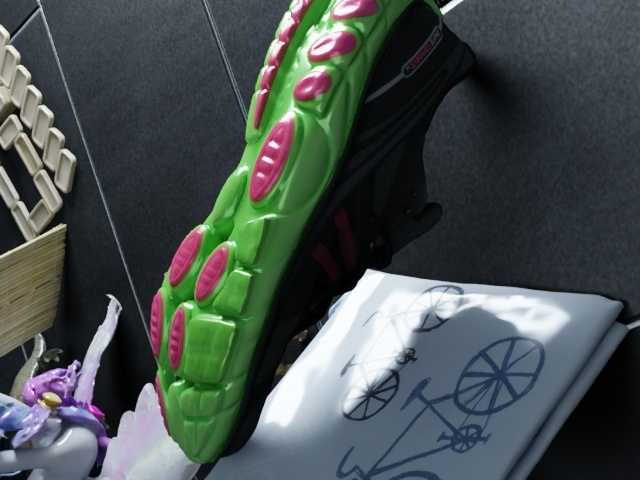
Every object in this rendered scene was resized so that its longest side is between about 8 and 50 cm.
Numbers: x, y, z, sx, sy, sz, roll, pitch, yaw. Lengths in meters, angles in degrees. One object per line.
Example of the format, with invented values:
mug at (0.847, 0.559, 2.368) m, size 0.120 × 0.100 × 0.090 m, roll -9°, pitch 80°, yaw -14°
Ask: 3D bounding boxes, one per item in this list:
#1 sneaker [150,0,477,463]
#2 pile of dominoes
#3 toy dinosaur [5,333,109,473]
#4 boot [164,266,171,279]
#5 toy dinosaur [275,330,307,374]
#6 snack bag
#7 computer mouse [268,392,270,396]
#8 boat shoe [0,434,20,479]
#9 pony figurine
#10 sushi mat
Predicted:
sneaker at (0.000, 0.000, 1.346) m, size 0.483 × 0.202 × 0.185 m, roll -63°, pitch 31°, yaw 11°
pile of dominoes at (-0.401, -0.147, 2.021) m, size 0.196 × 0.040 × 0.251 m, roll -41°, pitch 76°, yaw 47°
toy dinosaur at (-0.379, 0.250, 2.014) m, size 0.313 × 0.121 × 0.160 m, roll 53°, pitch 126°, yaw 23°
boot at (-0.149, 0.066, 1.744) m, size 0.118 × 0.042 × 0.087 m, roll -20°, pitch 81°, yaw 51°
toy dinosaur at (-0.052, 0.128, 1.599) m, size 0.183 × 0.093 × 0.053 m, roll -40°, pitch 69°, yaw 48°
snack bag at (0.064, 0.161, 1.332) m, size 0.342 × 0.323 × 0.037 m, roll 6°, pitch 140°, yaw 49°
computer mouse at (-0.029, 0.214, 1.636) m, size 0.242 × 0.041 × 0.071 m, roll 31°, pitch 123°, yaw 43°
boat shoe at (-0.486, 0.344, 2.202) m, size 0.089 × 0.109 × 0.258 m, roll 44°, pitch 147°, yaw 26°
pony figurine at (-0.305, 0.259, 1.797) m, size 0.303 × 0.363 × 0.351 m, roll 32°, pitch 107°, yaw 51°
sushi mat at (-0.400, 0.083, 1.868) m, size 0.019 × 0.316 × 0.151 m, roll 14°, pitch 107°, yaw 13°
